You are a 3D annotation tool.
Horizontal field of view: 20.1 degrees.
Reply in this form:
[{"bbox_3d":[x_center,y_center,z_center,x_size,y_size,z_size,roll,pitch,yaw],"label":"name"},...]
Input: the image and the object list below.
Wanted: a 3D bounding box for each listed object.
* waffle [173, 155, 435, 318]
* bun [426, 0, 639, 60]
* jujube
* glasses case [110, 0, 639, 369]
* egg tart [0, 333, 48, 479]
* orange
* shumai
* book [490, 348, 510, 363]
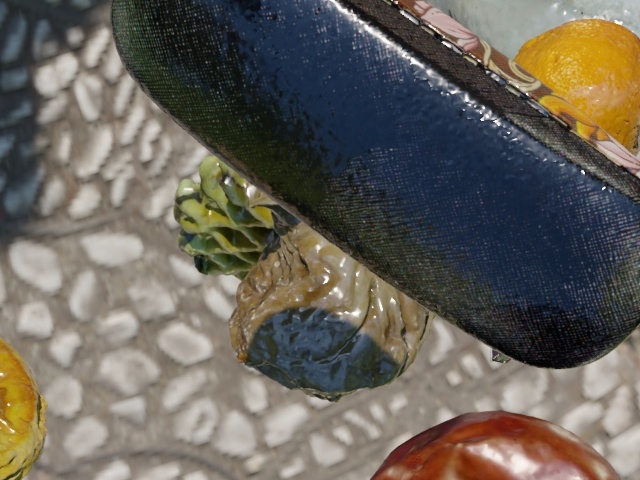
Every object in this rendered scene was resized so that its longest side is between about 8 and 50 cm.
[{"bbox_3d":[0.000,0.000,1.894,0.317,0.073,0.297,16,153,-1],"label":"waffle"},{"bbox_3d":[0.272,-0.200,1.737,0.354,0.354,0.194,0,118,-17],"label":"bun"},{"bbox_3d":[0.078,0.197,0.953,0.168,0.168,0.236,0,134,-18],"label":"jujube"},{"bbox_3d":[0.033,-0.057,0.919,0.321,0.082,0.122,36,127,6],"label":"glasses case"},{"bbox_3d":[-0.398,0.170,1.876,0.241,0.241,0.106,27,129,-29],"label":"egg tart"},{"bbox_3d":[0.203,-0.108,1.423,0.135,0.117,0.136,-40,140,-46],"label":"orange"},{"bbox_3d":[0.012,0.012,1.456,0.166,0.206,0.176,10,135,8],"label":"shumai"},{"bbox_3d":[0.207,-0.002,1.608,0.026,0.158,0.231,12,152,-15],"label":"book"}]
